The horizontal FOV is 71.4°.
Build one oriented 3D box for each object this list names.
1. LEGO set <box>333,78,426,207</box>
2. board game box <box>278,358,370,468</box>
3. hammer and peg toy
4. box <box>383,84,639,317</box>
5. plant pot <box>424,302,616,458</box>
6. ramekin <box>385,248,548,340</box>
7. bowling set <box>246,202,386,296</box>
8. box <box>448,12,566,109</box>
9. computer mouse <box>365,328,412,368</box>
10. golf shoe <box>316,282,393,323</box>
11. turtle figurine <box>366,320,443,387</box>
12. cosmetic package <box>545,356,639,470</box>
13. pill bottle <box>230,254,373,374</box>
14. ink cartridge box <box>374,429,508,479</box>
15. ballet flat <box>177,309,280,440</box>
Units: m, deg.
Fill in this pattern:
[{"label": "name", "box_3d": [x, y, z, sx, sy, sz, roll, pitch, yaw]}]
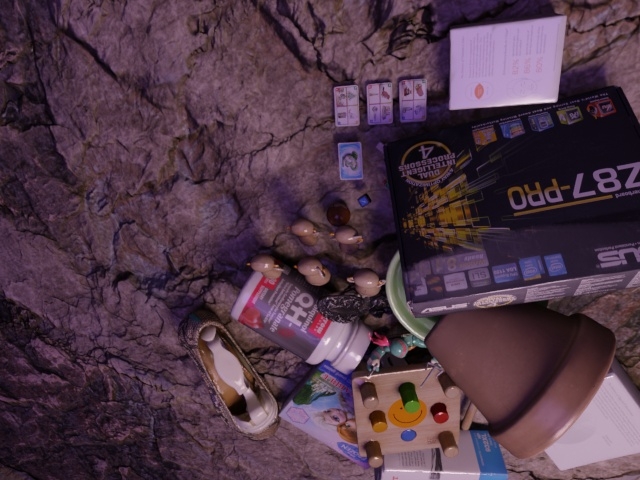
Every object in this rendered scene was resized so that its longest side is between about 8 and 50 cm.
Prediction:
[{"label": "LEGO set", "box_3d": [0.126, -0.190, 0.904, 0.182, 0.060, 0.245, 1, 106, 18]}, {"label": "board game box", "box_3d": [0.086, 0.477, 1.263, 0.318, 0.066, 0.318, 32, 123, -2]}, {"label": "hammer and peg toy", "box_3d": [0.260, 0.403, 1.061, 0.360, 0.127, 0.266, -6, 114, -1]}, {"label": "box", "box_3d": [0.317, -0.060, 0.728, 0.394, 0.319, 0.097, -10, 153, 15]}, {"label": "plant pot", "box_3d": [0.315, 0.187, 0.770, 0.229, 0.263, 0.263, 38, 125, 18]}, {"label": "ramekin", "box_3d": [0.295, 0.066, 0.920, 0.303, 0.148, 0.304, 8, 120, 14]}, {"label": "bowling set", "box_3d": [0.000, 0.000, 0.929, 0.286, 0.154, 0.200, 6, 77, 9]}, {"label": "box", "box_3d": [0.304, -0.299, 0.748, 0.170, 0.091, 0.130, 1, 119, 17]}, {"label": "computer mouse", "box_3d": [0.192, 0.319, 1.156, 0.106, 0.042, 0.193, -36, 103, 29]}, {"label": "golf shoe", "box_3d": [0.076, 0.134, 1.022, 0.198, 0.094, 0.077, 2, 119, -23]}, {"label": "turtle figurine", "box_3d": [0.195, 0.235, 0.994, 0.175, 0.234, 0.118, -1, 97, 27]}, {"label": "cosmetic package", "box_3d": [0.580, 0.363, 0.999, 0.224, 0.138, 0.224, -33, 104, 31]}, {"label": "pill bottle", "box_3d": [-0.041, 0.186, 1.079, 0.318, 0.176, 0.176, 31, 123, 0]}, {"label": "ink cartridge box", "box_3d": [0.304, 0.618, 1.189, 0.307, 0.129, 0.223, 2, 125, 2]}, {"label": "ballet flat", "box_3d": [-0.236, 0.411, 1.257, 0.182, 0.164, 0.483, 3, 124, 60]}]
